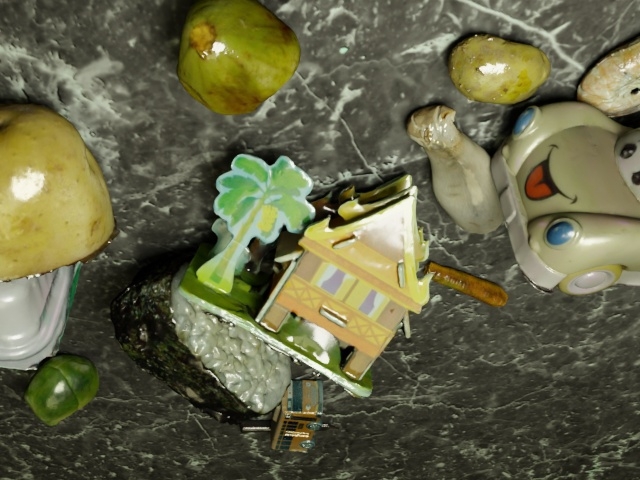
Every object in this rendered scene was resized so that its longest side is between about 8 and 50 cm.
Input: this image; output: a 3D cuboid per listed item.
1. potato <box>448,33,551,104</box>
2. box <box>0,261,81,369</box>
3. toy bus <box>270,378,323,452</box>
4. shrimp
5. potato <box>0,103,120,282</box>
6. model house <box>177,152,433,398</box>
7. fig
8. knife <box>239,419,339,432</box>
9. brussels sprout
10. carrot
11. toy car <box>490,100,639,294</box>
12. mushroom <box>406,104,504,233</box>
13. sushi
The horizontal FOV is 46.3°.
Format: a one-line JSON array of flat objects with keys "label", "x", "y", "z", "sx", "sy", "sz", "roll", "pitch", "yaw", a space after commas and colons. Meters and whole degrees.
[{"label": "potato", "x": 0.233, "y": -0.220, "z": 0.976, "sx": 0.137, "sy": 0.070, "sz": 0.092, "roll": 9, "pitch": 137, "yaw": -11}, {"label": "box", "x": -0.538, "y": 0.043, "z": 1.109, "sx": 0.336, "sy": 0.264, "sz": 0.106, "roll": 8, "pitch": 134, "yaw": -10}, {"label": "toy bus", "x": -0.053, "y": 0.372, "z": 1.598, "sx": 0.103, "sy": 0.091, "sz": 0.182, "roll": 7, "pitch": 138, "yaw": -9}, {"label": "shrimp", "x": 0.447, "y": -0.231, "z": 0.986, "sx": 0.126, "sy": 0.048, "sz": 0.223, "roll": 26, "pitch": 138, "yaw": -36}, {"label": "potato", "x": -0.427, "y": -0.075, "z": 1.026, "sx": 0.285, "sy": 0.243, "sz": 0.243, "roll": -1, "pitch": 138, "yaw": -10}, {"label": "model house", "x": 0.000, "y": 0.000, "z": 1.145, "sx": 0.357, "sy": 0.242, "sz": 0.313, "roll": 30, "pitch": 103, "yaw": -7}, {"label": "fig", "x": -0.112, "y": -0.229, "z": 0.909, "sx": 0.144, "sy": 0.154, "sz": 0.165, "roll": -60, "pitch": 159, "yaw": 3}, {"label": "knife", "x": -0.070, "y": 0.429, "z": 1.712, "sx": 0.230, "sy": 0.028, "sz": 0.060, "roll": 1, "pitch": 149, "yaw": -7}, {"label": "brussels sprout", "x": -0.509, "y": 0.286, "z": 1.474, "sx": 0.155, "sy": 0.155, "sz": 0.118, "roll": -31, "pitch": 94, "yaw": 28}, {"label": "carrot", "x": 0.255, "y": 0.077, "z": 1.322, "sx": 0.170, "sy": 0.042, "sz": 0.042, "roll": 21, "pitch": 133, "yaw": -18}, {"label": "toy car", "x": 0.428, "y": -0.068, "z": 0.994, "sx": 0.335, "sy": 0.242, "sz": 0.226, "roll": 6, "pitch": 146, "yaw": -19}, {"label": "mushroom", "x": 0.203, "y": -0.100, "z": 1.090, "sx": 0.116, "sy": 0.093, "sz": 0.225, "roll": 0, "pitch": 147, "yaw": 31}, {"label": "sushi", "x": -0.200, "y": 0.172, "z": 1.294, "sx": 0.170, "sy": 0.211, "sz": 0.350, "roll": -18, "pitch": 131, "yaw": 34}]
